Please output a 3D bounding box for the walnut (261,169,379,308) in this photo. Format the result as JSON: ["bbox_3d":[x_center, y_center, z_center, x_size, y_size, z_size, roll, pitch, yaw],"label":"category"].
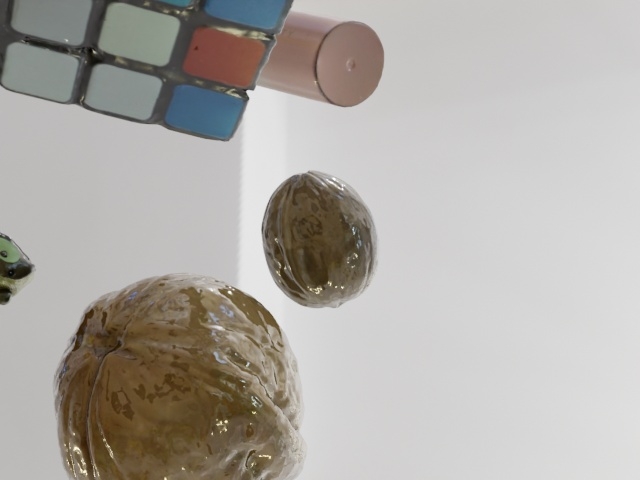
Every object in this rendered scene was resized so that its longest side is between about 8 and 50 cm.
[{"bbox_3d":[-0.001,0.000,1.506,0.140,0.140,0.162,-10,-94,25],"label":"walnut"}]

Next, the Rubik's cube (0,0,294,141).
[{"bbox_3d":[-0.085,-0.159,0.566,0.154,0.151,0.155,118,-22,-50],"label":"Rubik's cube"}]

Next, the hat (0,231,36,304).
[{"bbox_3d":[-0.367,0.035,1.441,0.076,0.077,0.059,-11,-140,42],"label":"hat"}]

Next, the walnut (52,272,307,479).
[{"bbox_3d":[-0.144,0.186,1.390,0.252,0.313,0.277,-18,-128,19],"label":"walnut"}]

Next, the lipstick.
[{"bbox_3d":[-0.067,-0.209,1.370,0.327,0.087,0.087,22,-94,50],"label":"lipstick"}]
